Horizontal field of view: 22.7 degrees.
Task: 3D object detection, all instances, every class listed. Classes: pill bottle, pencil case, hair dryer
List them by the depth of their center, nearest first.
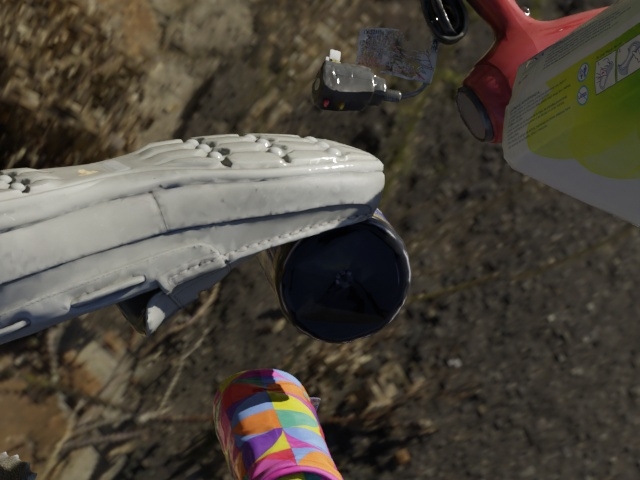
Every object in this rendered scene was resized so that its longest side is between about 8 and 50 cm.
[{"bbox_3d":[0.145,-0.189,1.299,0.293,0.080,0.223,11,82,-5],"label":"hair dryer"},{"bbox_3d":[-0.035,0.193,1.393,0.104,0.236,0.104,-2,107,-8],"label":"pencil case"},{"bbox_3d":[0.000,0.000,1.469,0.123,0.219,0.123,-4,110,-11],"label":"pill bottle"}]

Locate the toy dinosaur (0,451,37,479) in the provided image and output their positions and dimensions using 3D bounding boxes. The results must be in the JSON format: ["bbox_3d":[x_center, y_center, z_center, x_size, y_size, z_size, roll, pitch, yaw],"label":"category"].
[{"bbox_3d":[-0.249,0.224,1.146,0.121,0.313,0.160,27,75,7],"label":"toy dinosaur"}]

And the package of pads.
[{"bbox_3d":[0.300,-0.070,1.096,0.296,0.229,0.101,23,67,-18],"label":"package of pads"}]

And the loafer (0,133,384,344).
[{"bbox_3d":[-0.110,0.002,0.991,0.319,0.112,0.111,-11,107,-18],"label":"loafer"}]
